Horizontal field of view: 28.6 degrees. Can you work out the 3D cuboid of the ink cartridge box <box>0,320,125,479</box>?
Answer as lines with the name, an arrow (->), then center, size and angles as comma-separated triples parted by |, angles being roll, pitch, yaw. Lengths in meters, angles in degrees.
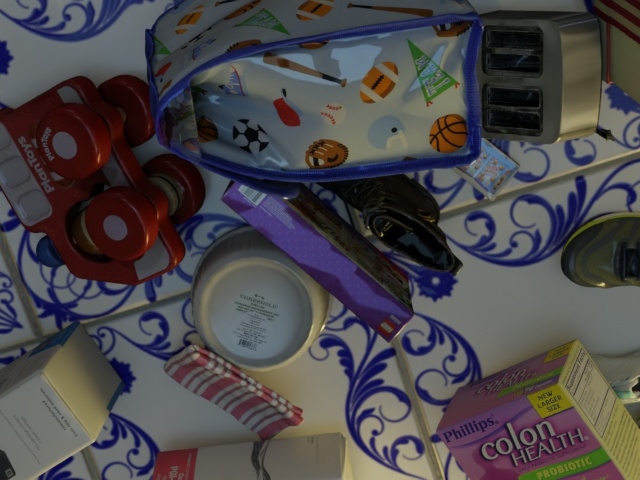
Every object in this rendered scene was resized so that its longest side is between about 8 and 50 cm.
ink cartridge box -> -0.454, 0.272, 1.781 | 0.307, 0.223, 0.129 | -32, 102, 10

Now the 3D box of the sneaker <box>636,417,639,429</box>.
sneaker -> 0.532, 0.255, 1.805 | 0.118, 0.110, 0.292 | 31, 103, 4

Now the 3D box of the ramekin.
ramekin -> -0.086, 0.088, 1.779 | 0.207, 0.109, 0.207 | 0, 104, 2

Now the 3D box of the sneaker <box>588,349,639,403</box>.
sneaker -> 0.417, 0.207, 1.797 | 0.212, 0.094, 0.080 | -16, 104, 7

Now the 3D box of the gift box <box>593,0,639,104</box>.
gift box -> 0.499, -0.295, 1.571 | 0.276, 0.258, 0.255 | -8, 119, -11

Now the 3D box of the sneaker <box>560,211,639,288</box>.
sneaker -> 0.484, 0.021, 1.732 | 0.299, 0.121, 0.111 | -5, 104, 4

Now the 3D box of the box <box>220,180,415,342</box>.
box -> 0.000, 0.000, 1.706 | 0.293, 0.201, 0.057 | 41, 102, -7

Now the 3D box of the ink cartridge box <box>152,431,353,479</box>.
ink cartridge box -> -0.090, 0.407, 1.839 | 0.282, 0.117, 0.207 | -7, 116, 4

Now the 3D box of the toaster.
toaster -> 0.283, -0.214, 1.648 | 0.185, 0.110, 0.168 | 11, 110, 40

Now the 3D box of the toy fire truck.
toy fire truck -> -0.325, -0.073, 1.738 | 0.253, 0.169, 0.302 | -21, 103, 32

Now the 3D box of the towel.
towel -> -0.128, 0.219, 1.801 | 0.197, 0.144, 0.029 | 33, 63, -9

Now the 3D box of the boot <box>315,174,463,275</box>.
boot -> 0.073, -0.058, 1.673 | 0.263, 0.229, 0.091 | 30, 104, -5

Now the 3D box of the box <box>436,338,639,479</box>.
box -> 0.327, 0.297, 1.772 | 0.213, 0.117, 0.243 | -28, 102, 35

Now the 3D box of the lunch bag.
lunch bag -> -0.022, -0.213, 1.554 | 0.385, 0.328, 0.239 | -7, 118, -6

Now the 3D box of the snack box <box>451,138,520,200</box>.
snack box -> 0.191, -0.134, 1.756 | 0.178, 0.022, 0.064 | 37, 102, -7
